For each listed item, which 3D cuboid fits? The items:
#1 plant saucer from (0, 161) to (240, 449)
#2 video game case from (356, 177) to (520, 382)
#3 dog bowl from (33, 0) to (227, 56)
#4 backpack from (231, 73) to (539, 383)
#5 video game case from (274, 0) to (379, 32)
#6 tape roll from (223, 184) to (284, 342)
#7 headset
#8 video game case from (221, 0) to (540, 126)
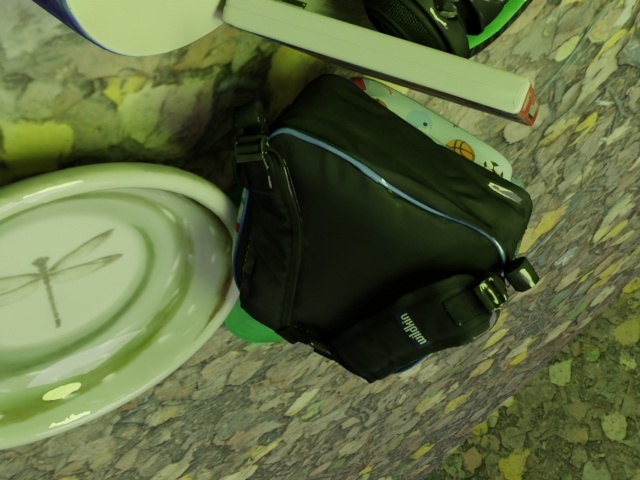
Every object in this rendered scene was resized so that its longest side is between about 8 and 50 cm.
[{"bbox_3d":[-0.264,0.055,0.768,0.400,0.100,0.400,-26,149,-17],"label":"plant saucer"},{"bbox_3d":[0.153,0.046,1.104,0.269,0.061,0.244,-48,174,-40],"label":"video game case"},{"bbox_3d":[-0.084,-0.240,0.434,0.265,0.104,0.265,-49,170,-12],"label":"dog bowl"},{"bbox_3d":[0.040,-0.003,0.741,0.213,0.276,0.263,-50,172,-46],"label":"backpack"},{"bbox_3d":[0.035,-0.264,0.709,0.201,0.023,0.183,0,135,-46],"label":"video game case"},{"bbox_3d":[0.000,0.000,0.998,0.321,0.077,0.321,-27,150,-17],"label":"tape roll"},{"bbox_3d":[0.134,-0.241,0.629,0.394,0.185,0.243,-15,143,-53],"label":"headset"},{"bbox_3d":[0.070,-0.135,0.615,0.285,0.204,0.025,-22,131,-72],"label":"video game case"}]
